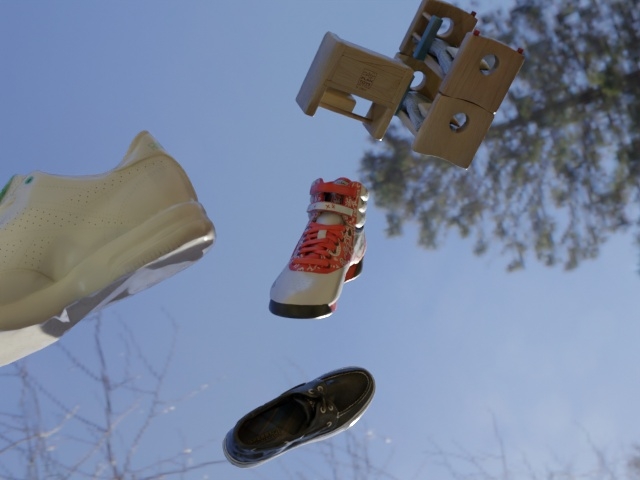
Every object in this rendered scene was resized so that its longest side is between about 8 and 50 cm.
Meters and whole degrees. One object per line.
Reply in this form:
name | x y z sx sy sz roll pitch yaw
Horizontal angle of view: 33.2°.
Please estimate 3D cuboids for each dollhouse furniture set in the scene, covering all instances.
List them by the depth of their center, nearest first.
dollhouse furniture set | 0.074 -0.176 1.045 0.183 0.129 0.129 16 -157 -25

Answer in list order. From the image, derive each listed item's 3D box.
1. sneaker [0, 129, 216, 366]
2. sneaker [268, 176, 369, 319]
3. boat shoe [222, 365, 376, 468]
sneaker | -0.172 0.009 0.612 0.212 0.080 0.094 -26 -103 -10
sneaker | -0.001 0.000 1.385 0.270 0.090 0.145 -41 -44 -67
boat shoe | -0.012 0.139 0.860 0.142 0.040 0.049 -26 -110 -24
